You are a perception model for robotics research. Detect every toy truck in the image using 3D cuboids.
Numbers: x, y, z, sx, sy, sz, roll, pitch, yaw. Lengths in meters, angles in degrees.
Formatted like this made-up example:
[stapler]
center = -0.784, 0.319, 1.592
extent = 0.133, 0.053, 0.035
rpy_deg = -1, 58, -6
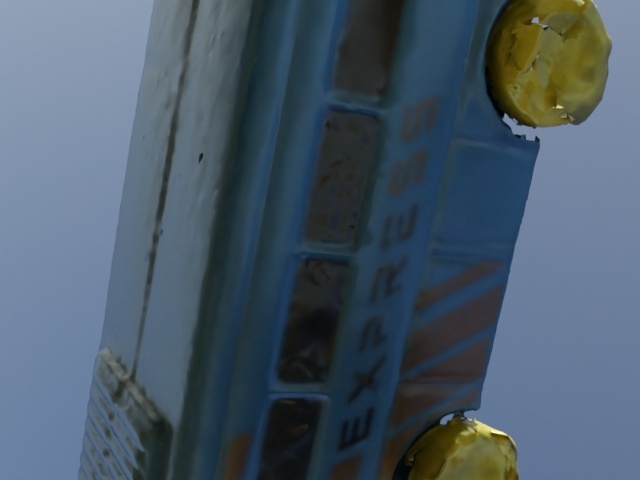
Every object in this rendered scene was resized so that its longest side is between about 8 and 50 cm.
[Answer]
[toy truck]
center = 0.000, 0.000, 0.415
extent = 0.161, 0.162, 0.385
rpy_deg = 29, -70, 58
